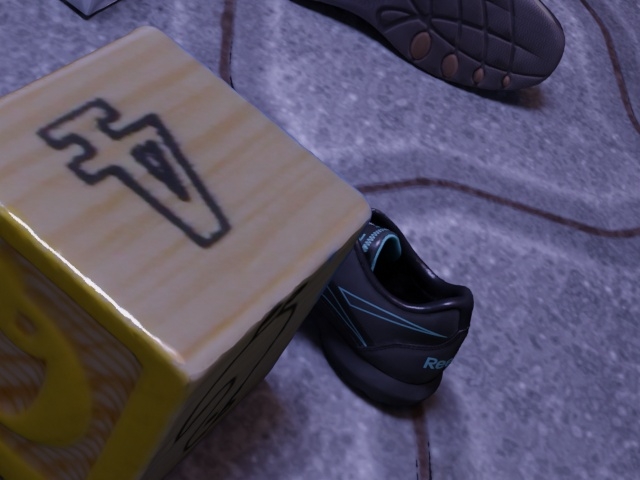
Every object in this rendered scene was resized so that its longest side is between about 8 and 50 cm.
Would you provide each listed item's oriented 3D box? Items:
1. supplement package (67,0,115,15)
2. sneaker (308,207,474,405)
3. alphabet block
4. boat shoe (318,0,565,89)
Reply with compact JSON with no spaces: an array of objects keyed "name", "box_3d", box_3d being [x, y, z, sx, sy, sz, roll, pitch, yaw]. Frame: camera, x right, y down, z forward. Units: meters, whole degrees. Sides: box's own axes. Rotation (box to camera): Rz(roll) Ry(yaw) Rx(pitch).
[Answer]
[{"name":"supplement package","box_3d":[-0.206,-0.340,1.009,0.203,0.149,0.194,37,41,5]},{"name":"sneaker","box_3d":[0.000,0.000,0.846,0.267,0.106,0.101,39,42,8]},{"name":"alphabet block","box_3d":[-0.120,0.021,0.685,0.193,0.192,0.197,38,42,9]},{"name":"boat shoe","box_3d":[0.088,-0.276,1.148,0.355,0.132,0.130,27,41,-8]}]
